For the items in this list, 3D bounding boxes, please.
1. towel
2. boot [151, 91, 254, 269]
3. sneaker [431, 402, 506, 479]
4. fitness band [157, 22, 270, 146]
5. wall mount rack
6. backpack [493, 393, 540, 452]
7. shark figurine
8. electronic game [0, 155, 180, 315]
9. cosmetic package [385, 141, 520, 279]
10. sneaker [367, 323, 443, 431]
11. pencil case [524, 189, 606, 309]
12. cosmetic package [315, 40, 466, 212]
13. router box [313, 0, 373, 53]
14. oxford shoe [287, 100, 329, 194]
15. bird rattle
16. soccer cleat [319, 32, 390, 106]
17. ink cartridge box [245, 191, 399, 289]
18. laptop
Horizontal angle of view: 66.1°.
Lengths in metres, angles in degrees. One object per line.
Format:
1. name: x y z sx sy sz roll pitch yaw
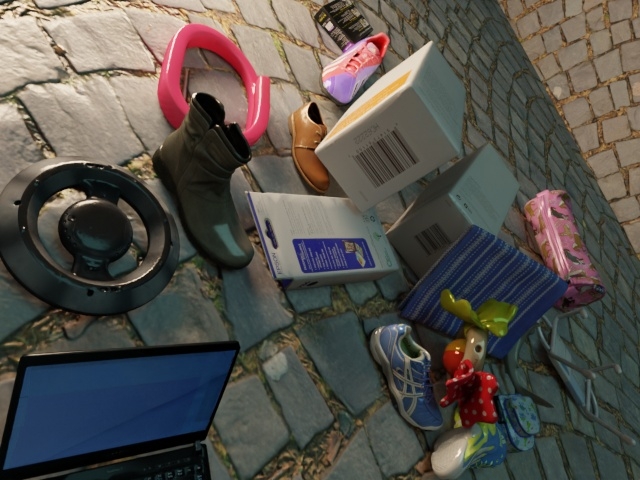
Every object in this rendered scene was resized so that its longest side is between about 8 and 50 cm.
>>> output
1. towel: 0.356 0.124 1.048 0.335 0.243 0.040 26 22 -29
2. boot: -0.154 -0.085 0.743 0.083 0.161 0.247 -31 87 -49
3. sneaker: 0.294 0.389 0.915 0.240 0.091 0.126 -31 87 -50
4. fitness band: -0.196 -0.287 0.929 0.208 0.054 0.291 21 50 -30
5. wall mount rack: 0.692 0.348 1.278 0.350 0.130 0.304 55 36 -9
6. backpack: 0.405 0.383 1.033 0.105 0.084 0.115 13 59 -36
7. shark figurine: 0.487 0.252 1.181 0.166 0.116 0.278 42 40 -13
8. electronic game: -0.294 -0.011 0.645 0.229 0.048 0.229 23 50 -31
9. cosmetic package: 0.330 -0.079 1.186 0.155 0.197 0.365 52 42 -2
10. sneaker: 0.166 0.248 0.893 0.080 0.081 0.211 -27 86 -51
11. pencil case: 0.775 0.024 1.582 0.159 0.167 0.386 1 56 -3
12. cosmetic package: 0.175 -0.268 1.075 0.161 0.230 0.453 51 31 -14
13. router box: 0.070 -0.623 1.413 0.133 0.046 0.179 47 41 -10
14. oxford shoe: -0.014 -0.198 1.024 0.076 0.076 0.212 6 62 -43
15. bird rattle: 0.291 0.231 0.944 0.143 0.207 0.254 7 64 5
16. soccer cleat: 0.091 -0.447 1.260 0.108 0.116 0.318 45 41 -12
17. ink cartridge box: 0.000 0.000 0.913 0.332 0.065 0.166 1 64 -45
18. laptop: -0.187 0.256 0.502 0.234 0.136 0.265 6 60 -41
